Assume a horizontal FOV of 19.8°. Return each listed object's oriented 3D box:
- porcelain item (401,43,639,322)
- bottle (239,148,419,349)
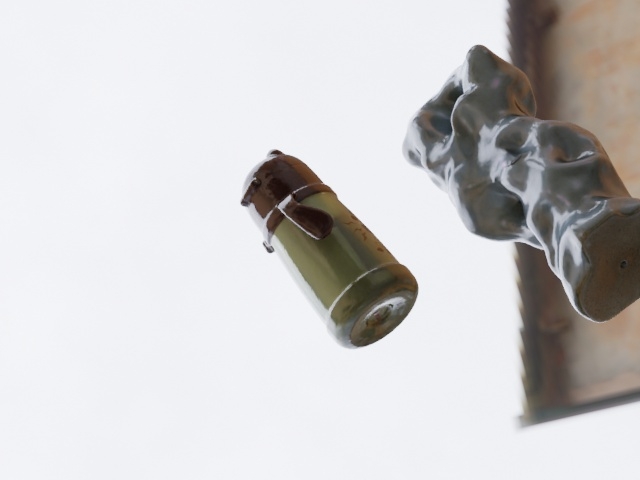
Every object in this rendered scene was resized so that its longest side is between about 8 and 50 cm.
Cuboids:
[{"bbox_3d":[0.045,-0.015,0.406,0.028,0.083,0.036,12,-65,-34],"label":"porcelain item"},{"bbox_3d":[0.000,-0.001,0.843,0.047,0.063,0.101,-26,-119,-22],"label":"bottle"}]
